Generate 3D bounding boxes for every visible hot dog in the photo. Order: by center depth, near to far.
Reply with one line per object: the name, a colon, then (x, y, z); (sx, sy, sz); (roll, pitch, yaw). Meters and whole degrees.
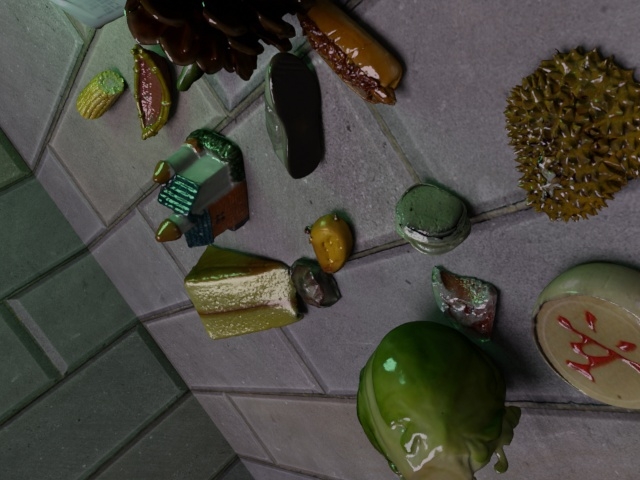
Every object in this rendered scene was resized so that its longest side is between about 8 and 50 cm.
hot dog: (0.048, -0.329, 1.035); (0.249, 0.076, 0.102); (47, 143, 9)

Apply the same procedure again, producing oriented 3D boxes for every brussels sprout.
brussels sprout: (0.221, 0.328, 1.200); (0.314, 0.371, 0.276); (39, 117, -6)

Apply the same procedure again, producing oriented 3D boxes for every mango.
mango: (0.027, 0.008, 1.392); (0.101, 0.066, 0.188); (13, 132, 17)

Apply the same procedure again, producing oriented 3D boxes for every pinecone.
pinecone: (-0.153, -0.473, 0.914); (0.384, 0.384, 0.385); (31, 142, 28)

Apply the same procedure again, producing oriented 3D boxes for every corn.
corn: (-0.670, -0.440, 1.789); (0.244, 0.093, 0.093); (-16, 109, 51)

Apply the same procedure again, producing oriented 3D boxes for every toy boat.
toy boat: (-0.450, -0.398, 1.560); (0.141, 0.099, 0.318); (41, 149, 15)

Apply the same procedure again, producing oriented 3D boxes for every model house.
model house: (-0.347, -0.107, 1.545); (0.190, 0.301, 0.272); (26, 140, 23)

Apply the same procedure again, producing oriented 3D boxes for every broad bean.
broad bean: (-0.270, -0.436, 1.263); (0.049, 0.144, 0.292); (51, 164, 12)

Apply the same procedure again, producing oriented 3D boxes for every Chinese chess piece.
Chinese chess piece: (0.474, 0.155, 0.966); (0.249, 0.103, 0.250); (34, 144, 29)

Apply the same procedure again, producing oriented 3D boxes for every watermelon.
watermelon: (0.295, 0.126, 1.190); (0.187, 0.071, 0.139); (50, 143, 3)

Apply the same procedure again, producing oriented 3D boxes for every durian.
durian: (0.346, -0.137, 0.816); (0.183, 0.137, 0.250); (6, 121, 58)

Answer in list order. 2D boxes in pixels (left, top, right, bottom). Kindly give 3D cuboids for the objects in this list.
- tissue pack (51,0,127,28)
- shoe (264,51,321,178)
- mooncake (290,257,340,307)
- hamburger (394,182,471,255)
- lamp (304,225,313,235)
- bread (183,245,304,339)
tissue pack: (-0.472, -0.625, 1.173); (0.404, 0.205, 0.331); (5, 162, 47)
shoe: (-0.068, -0.261, 1.227); (0.098, 0.103, 0.275); (41, 146, 41)
mooncake: (-0.024, 0.116, 1.561); (0.125, 0.073, 0.130); (10, 127, 48)
hamburger: (0.203, -0.040, 1.079); (0.140, 0.133, 0.062); (39, 155, 34)
lamp: (0.000, 0.000, 1.458); (0.063, 0.031, 0.083); (2, 128, 51)
bread: (-0.200, 0.142, 1.820); (0.361, 0.245, 0.233); (-9, 117, 20)
